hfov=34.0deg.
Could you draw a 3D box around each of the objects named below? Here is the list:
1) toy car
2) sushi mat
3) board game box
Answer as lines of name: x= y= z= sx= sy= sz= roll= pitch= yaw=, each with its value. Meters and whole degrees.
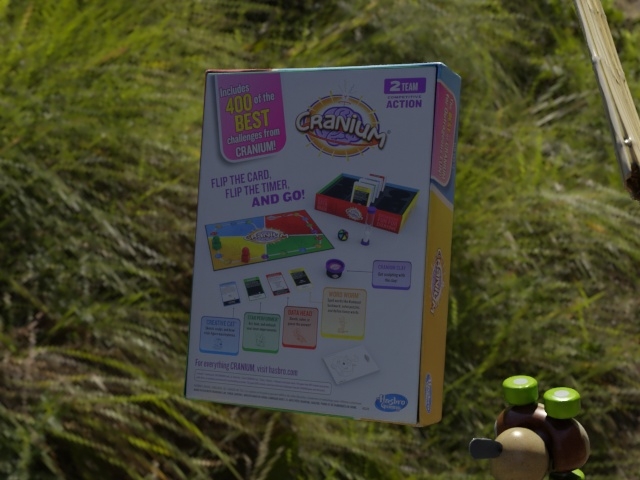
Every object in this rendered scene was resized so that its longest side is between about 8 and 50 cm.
toy car: x=0.272 y=0.302 z=1.481 sx=0.188 sy=0.155 sz=0.149 roll=-18 pitch=18 yaw=-36
sushi mat: x=0.183 y=-0.105 z=0.663 sx=0.019 sy=0.151 sz=0.317 roll=-20 pitch=45 yaw=19
board game box: x=0.000 y=0.000 z=0.971 sx=0.242 sy=0.317 sz=0.064 roll=3 pitch=-3 yaw=25
